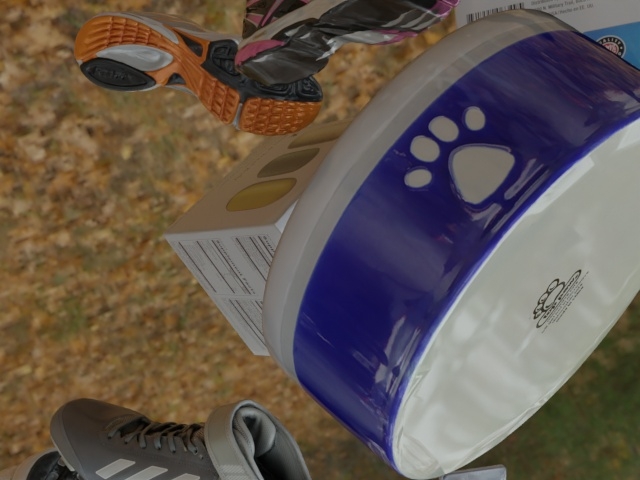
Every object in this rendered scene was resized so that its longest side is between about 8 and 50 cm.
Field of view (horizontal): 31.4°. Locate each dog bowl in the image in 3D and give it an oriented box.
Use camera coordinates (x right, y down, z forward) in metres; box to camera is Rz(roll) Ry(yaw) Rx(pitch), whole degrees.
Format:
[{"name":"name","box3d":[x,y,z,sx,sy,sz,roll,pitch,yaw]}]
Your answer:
[{"name":"dog bowl","box3d":[0.098,0.007,0.659,0.265,0.104,0.265,-35,148,-26]}]

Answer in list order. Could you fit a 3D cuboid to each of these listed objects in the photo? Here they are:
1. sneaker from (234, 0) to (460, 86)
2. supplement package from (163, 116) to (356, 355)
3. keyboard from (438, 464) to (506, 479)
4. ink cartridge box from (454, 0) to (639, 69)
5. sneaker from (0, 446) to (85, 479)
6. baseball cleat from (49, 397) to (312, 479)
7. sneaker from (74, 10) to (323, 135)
[{"name":"sneaker","box3d":[0.009,-0.165,0.730,0.178,0.077,0.072,-15,162,35]},{"name":"supplement package","box3d":[0.000,0.000,1.279,0.199,0.198,0.262,-45,-159,-25]},{"name":"keyboard","box3d":[0.103,0.288,0.793,0.014,0.256,0.072,1,178,41]},{"name":"ink cartridge box","box3d":[0.255,-0.256,1.102,0.198,0.270,0.197,-5,178,34]},{"name":"sneaker","box3d":[-0.246,0.344,1.225,0.118,0.292,0.110,-19,-157,38]},{"name":"baseball cleat","box3d":[-0.081,0.129,0.710,0.072,0.205,0.110,-29,139,-55]},{"name":"sneaker","box3d":[-0.122,-0.194,1.210,0.121,0.262,0.099,-93,-157,-65]}]
